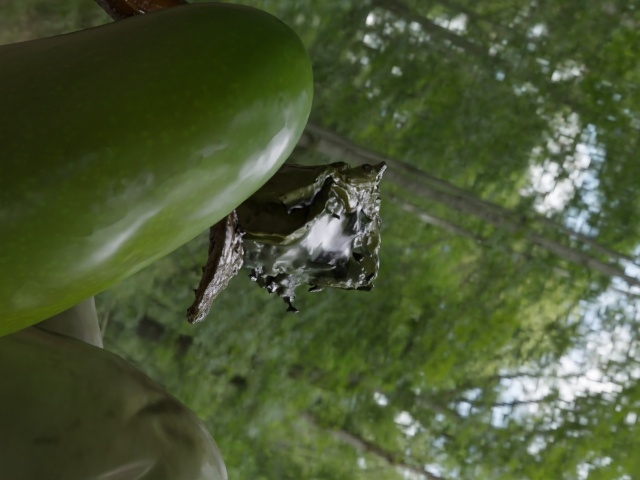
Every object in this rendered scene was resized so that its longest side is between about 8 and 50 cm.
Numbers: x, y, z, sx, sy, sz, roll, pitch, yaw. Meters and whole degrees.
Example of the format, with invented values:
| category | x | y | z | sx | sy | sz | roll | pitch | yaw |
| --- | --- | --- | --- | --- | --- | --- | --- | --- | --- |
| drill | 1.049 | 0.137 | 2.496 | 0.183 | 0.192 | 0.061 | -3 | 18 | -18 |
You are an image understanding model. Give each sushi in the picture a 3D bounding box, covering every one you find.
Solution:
| category | x | y | z | sx | sy | sz | roll | pitch | yaw |
| --- | --- | --- | --- | --- | --- | --- | --- | --- | --- |
| sushi | 0.001 | -0.007 | 0.920 | 0.291 | 0.139 | 0.131 | 52 | 43 | -67 |

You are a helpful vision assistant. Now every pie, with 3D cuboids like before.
| category | x | y | z | sx | sy | sz | roll | pitch | yaw |
| --- | --- | --- | --- | --- | --- | --- | --- | --- | --- |
| pie | -0.082 | 0.025 | 0.759 | 0.191 | 0.033 | 0.088 | 115 | -4 | -72 |

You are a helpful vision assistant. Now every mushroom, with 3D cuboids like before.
| category | x | y | z | sx | sy | sz | roll | pitch | yaw |
| --- | --- | --- | --- | --- | --- | --- | --- | --- | --- |
| mushroom | -0.244 | 0.193 | 0.684 | 0.353 | 0.353 | 0.325 | -136 | -120 | -75 |

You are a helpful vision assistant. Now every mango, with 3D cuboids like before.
| category | x | y | z | sx | sy | sz | roll | pitch | yaw |
| --- | --- | --- | --- | --- | --- | --- | --- | --- | --- |
| mango | -0.141 | -0.033 | 0.480 | 0.175 | 0.293 | 0.142 | -71 | 140 | -64 |

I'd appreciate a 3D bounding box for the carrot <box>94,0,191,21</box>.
| category | x | y | z | sx | sy | sz | roll | pitch | yaw |
| --- | --- | --- | --- | --- | --- | --- | --- | --- | --- |
| carrot | -0.157 | -0.200 | 0.787 | 0.055 | 0.161 | 0.055 | -31 | -138 | 32 |
